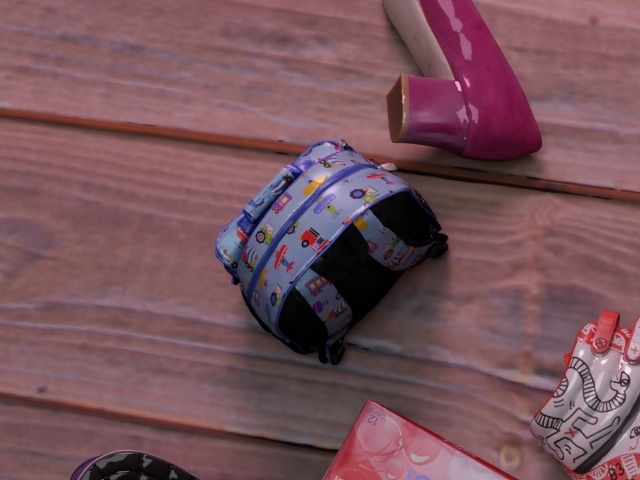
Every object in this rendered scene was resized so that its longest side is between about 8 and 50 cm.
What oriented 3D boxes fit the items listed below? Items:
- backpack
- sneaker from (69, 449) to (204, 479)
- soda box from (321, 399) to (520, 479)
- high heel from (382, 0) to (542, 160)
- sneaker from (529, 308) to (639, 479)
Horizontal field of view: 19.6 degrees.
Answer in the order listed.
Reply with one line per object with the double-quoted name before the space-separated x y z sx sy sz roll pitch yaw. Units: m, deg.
"backpack" 0.000 0.000 1.368 0.158 0.173 0.117 -46 73 1
"sneaker" -0.056 0.233 1.376 0.283 0.124 0.107 32 82 -9
"soda box" 0.130 0.219 1.340 0.263 0.083 0.092 28 86 16
"high heel" 0.113 -0.179 1.445 0.117 0.082 0.244 6 64 -15
"sneaker" 0.273 0.080 1.334 0.145 0.090 0.270 43 92 14
